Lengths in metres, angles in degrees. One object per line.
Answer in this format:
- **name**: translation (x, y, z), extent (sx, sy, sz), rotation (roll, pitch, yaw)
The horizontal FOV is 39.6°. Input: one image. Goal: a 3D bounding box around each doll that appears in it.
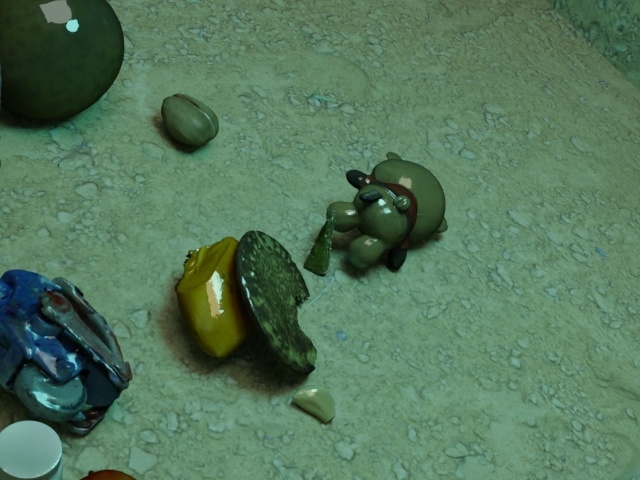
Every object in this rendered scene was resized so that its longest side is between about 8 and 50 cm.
- **doll**: translation (0.156, -0.075, 1.925), extent (0.235, 0.174, 0.330), rotation (54, 35, 2)

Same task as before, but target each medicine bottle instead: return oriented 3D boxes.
- **medicine bottle**: translation (-0.413, 0.337, 1.228), extent (0.102, 0.187, 0.103), rotation (14, 42, -13)

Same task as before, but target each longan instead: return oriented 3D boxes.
- **longan**: translation (-0.566, -0.408, 1.865), extent (0.318, 0.319, 0.319), rotation (13, 42, -12)

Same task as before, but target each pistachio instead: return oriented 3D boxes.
- **pistachio**: translation (-0.291, -0.268, 1.978), extent (0.149, 0.113, 0.113), rotation (40, 43, 11)

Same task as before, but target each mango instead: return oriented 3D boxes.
- **mango**: translation (-0.184, 0.103, 1.620), extent (0.154, 0.126, 0.252), rotation (45, 29, -41)

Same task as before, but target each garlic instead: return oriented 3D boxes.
- **garlic**: translation (-0.006, 0.287, 1.587), extent (0.083, 0.041, 0.053), rotation (37, 47, 3)

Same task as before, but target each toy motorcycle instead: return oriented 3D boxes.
- **toy motorcycle**: translation (-0.453, 0.168, 1.435), extent (0.182, 0.241, 0.319), rotation (-42, 74, -4)

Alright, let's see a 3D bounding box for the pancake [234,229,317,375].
- **pancake**: translation (-0.075, 0.113, 1.648), extent (0.288, 0.033, 0.286), rotation (66, 16, 5)

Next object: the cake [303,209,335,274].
- **cake**: translation (0.000, 0.000, 1.823), extent (0.055, 0.140, 0.051), rotation (15, 31, 11)

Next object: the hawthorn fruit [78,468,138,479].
- **hawthorn fruit**: translation (-0.304, 0.402, 1.225), extent (0.196, 0.197, 0.225), rotation (5, 31, -21)
